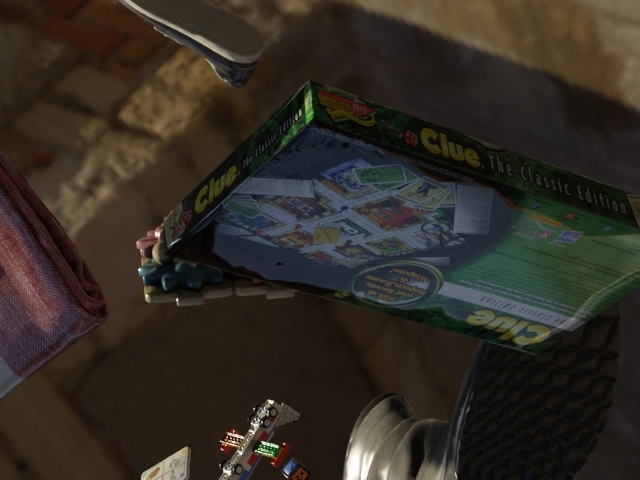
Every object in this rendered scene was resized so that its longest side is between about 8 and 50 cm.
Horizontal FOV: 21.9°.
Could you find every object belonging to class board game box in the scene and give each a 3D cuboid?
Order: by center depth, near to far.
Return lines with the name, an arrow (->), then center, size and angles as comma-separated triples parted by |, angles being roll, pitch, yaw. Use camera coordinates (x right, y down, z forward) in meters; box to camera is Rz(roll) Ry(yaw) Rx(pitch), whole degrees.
board game box -> 0.061, -0.004, 0.874 | 0.259, 0.030, 0.136 | 17, 139, -33

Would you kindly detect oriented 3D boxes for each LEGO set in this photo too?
LEGO set -> -0.104, 0.284, 1.859 | 0.060, 0.244, 0.182 | 42, -153, -30

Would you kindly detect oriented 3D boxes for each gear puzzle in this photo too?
gear puzzle -> 0.000, 0.000, 1.529 | 0.175, 0.338, 0.044 | -111, 17, -70

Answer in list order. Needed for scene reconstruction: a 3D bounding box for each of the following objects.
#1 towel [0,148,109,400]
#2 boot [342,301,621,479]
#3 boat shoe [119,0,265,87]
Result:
towel -> -0.289, 0.030, 0.916 | 0.329, 0.037, 0.237 | -37, 84, 26
boot -> 0.094, 0.154, 1.263 | 0.118, 0.338, 0.222 | 17, -173, -25
boat shoe -> -0.155, -0.233, 1.776 | 0.206, 0.075, 0.065 | 33, 139, 12
